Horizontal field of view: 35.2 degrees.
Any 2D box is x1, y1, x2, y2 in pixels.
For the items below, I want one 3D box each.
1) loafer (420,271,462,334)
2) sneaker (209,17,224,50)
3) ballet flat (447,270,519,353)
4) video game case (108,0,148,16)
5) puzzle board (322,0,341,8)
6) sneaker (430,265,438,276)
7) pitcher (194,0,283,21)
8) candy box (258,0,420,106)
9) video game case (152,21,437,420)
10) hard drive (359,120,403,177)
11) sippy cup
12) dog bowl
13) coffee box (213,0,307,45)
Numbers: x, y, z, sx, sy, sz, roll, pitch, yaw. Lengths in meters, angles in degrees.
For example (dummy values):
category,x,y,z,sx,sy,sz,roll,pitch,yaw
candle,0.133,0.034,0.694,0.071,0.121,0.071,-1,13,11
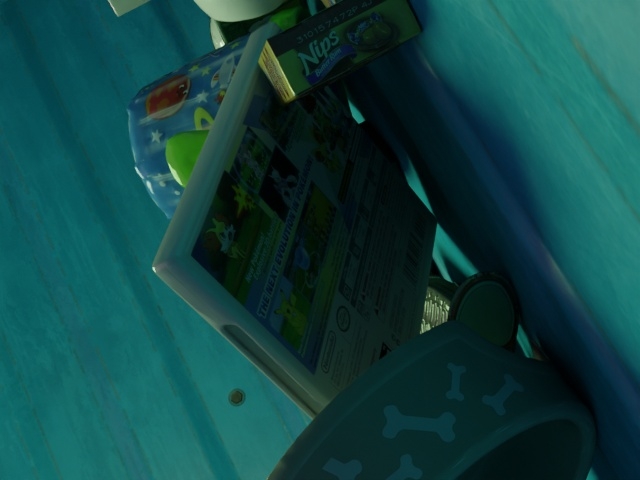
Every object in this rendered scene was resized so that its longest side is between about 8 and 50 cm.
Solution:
category,x,y,z,sx,sy,sz,roll,pitch,yaw
loafer,0.144,0.079,1.132,0.251,0.087,0.094,39,133,56
sneaker,-0.158,-0.433,1.695,0.108,0.100,0.271,-7,109,61
ballet flat,0.155,0.089,0.959,0.070,0.070,0.188,-121,17,-50
video game case,-0.182,-0.387,1.090,0.042,0.210,0.232,59,175,47
puzzle board,-0.007,-0.277,0.988,0.096,0.011,0.128,59,177,37
sneaker,0.111,0.122,1.341,0.343,0.146,0.134,64,178,8
pitcher,-0.090,-0.323,1.004,0.178,0.125,0.207,-124,18,-54
candy box,0.009,-0.158,0.828,0.053,0.109,0.187,63,178,-6
video game case,0.000,0.000,0.936,0.300,0.036,0.329,48,-142,-29
hard drive,0.085,-0.070,1.229,0.094,0.022,0.135,59,176,47
sippy cup,-0.091,-0.126,1.168,0.305,0.224,0.240,45,-147,-63
dog bowl,0.095,0.231,0.857,0.102,0.349,0.349,42,166,36
coffee box,-0.068,-0.263,1.248,0.040,0.113,0.184,60,178,23
